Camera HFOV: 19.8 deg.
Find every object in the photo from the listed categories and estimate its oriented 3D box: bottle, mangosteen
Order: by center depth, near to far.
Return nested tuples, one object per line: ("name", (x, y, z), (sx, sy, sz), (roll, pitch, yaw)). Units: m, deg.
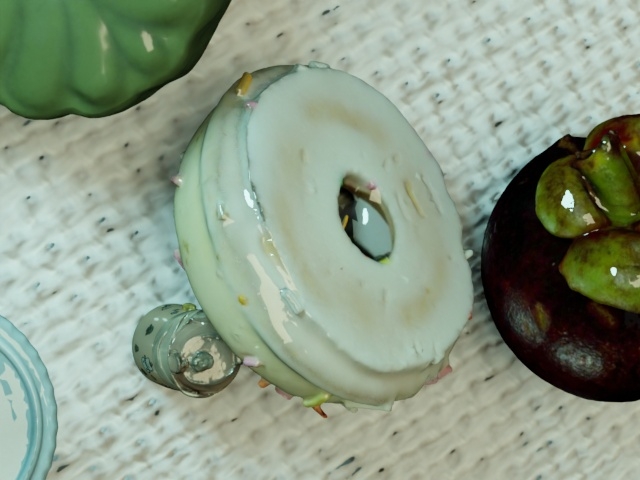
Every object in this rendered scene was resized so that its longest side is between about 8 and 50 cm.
("bottle", (-0.130, 0.116, 1.906), (0.099, 0.152, 0.099), (-1, 92, -25))
("mangosteen", (0.324, 0.011, 2.003), (0.306, 0.347, 0.307), (-2, 59, 3))

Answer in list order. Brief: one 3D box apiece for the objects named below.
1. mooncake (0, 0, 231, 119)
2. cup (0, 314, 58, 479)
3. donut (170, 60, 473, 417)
("mooncake", (-0.250, -0.283, 1.740), (0.351, 0.187, 0.351), (2, 105, 9))
("cup", (-0.423, 0.175, 1.692), (0.331, 0.311, 0.257), (-41, 108, -16))
("donut", (0.000, 0.000, 1.902), (0.382, 0.142, 0.383), (25, 53, -39))
